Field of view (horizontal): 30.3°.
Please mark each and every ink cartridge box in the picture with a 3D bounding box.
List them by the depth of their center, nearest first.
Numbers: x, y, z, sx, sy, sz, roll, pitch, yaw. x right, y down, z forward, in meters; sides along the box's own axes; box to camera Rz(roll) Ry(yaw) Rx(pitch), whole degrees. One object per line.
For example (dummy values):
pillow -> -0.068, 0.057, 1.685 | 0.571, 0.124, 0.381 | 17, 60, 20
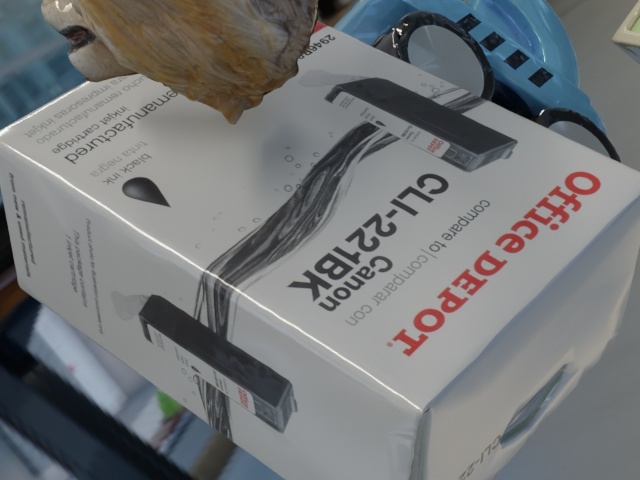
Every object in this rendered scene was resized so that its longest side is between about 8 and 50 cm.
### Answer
ink cartridge box -> 0.000, 0.000, 0.610 | 0.197, 0.273, 0.114 | -39, -33, -35

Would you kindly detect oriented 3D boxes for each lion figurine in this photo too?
lion figurine -> -0.068, -0.266, 0.563 | 0.142, 0.240, 0.392 | -12, 56, 43

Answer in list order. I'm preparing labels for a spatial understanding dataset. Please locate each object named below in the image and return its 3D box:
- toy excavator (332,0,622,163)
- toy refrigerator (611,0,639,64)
toy excavator -> 0.104, -0.220, 1.163 | 0.222, 0.433, 0.445 | -43, 16, 49
toy refrigerator -> 0.345, -0.236, 0.892 | 0.269, 0.094, 0.102 | -54, 16, 6
